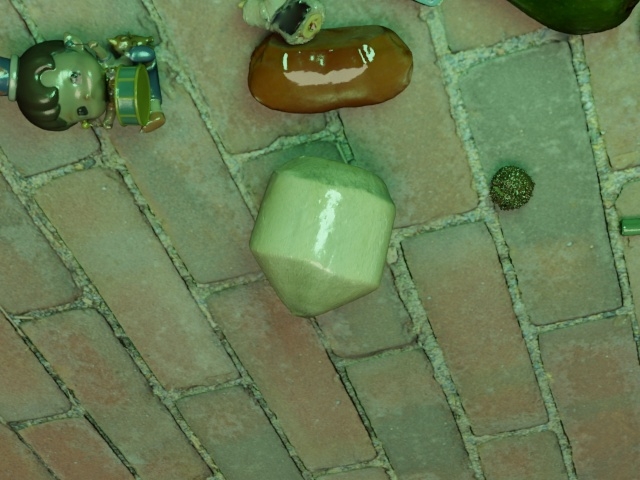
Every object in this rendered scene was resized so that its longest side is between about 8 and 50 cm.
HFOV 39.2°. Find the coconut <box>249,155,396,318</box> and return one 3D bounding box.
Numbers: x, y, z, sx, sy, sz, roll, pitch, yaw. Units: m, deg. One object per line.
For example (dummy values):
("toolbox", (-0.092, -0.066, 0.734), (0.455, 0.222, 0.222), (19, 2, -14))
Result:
("coconut", (0.000, 0.000, 1.508), (0.237, 0.237, 0.266), (11, 87, -5))

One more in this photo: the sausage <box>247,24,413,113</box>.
("sausage", (0.014, -0.263, 1.389), (0.258, 0.133, 0.133), (-5, 129, 5))

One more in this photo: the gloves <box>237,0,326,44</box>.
("gloves", (-0.055, -0.352, 1.330), (0.110, 0.144, 0.094), (-37, 160, 29))

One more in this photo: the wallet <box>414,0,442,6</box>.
("wallet", (0.088, -0.448, 1.263), (0.250, 0.075, 0.176), (20, 124, -11))

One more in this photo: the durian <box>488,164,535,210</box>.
("durian", (0.332, -0.092, 1.544), (0.091, 0.080, 0.080), (-16, 133, -20))

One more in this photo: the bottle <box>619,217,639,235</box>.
("bottle", (0.578, -0.025, 1.602), (0.083, 0.030, 0.030), (-4, 129, 6))

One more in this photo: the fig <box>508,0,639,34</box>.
("fig", (0.325, -0.373, 1.234), (0.244, 0.195, 0.195), (-10, 128, 8))

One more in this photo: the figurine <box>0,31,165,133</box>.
("figurine", (-0.384, -0.242, 1.413), (0.275, 0.158, 0.161), (-2, 120, 5))
